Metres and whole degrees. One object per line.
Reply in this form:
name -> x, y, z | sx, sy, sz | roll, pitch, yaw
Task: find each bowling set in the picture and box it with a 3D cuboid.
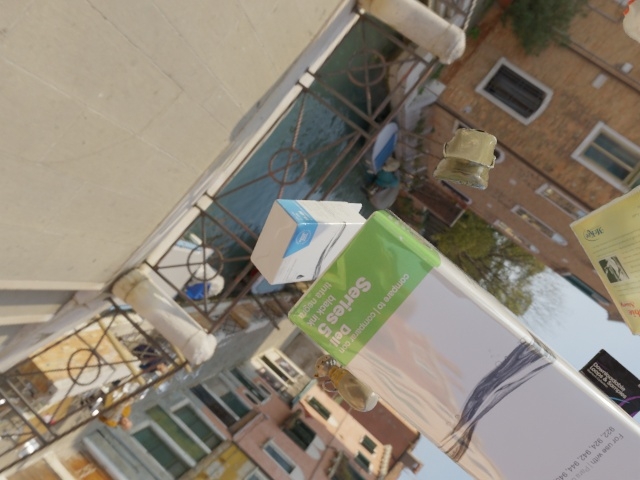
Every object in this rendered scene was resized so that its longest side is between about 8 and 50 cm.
bowling set -> 0.097, 0.151, 0.902 | 0.287, 0.154, 0.199 | -41, 132, -19

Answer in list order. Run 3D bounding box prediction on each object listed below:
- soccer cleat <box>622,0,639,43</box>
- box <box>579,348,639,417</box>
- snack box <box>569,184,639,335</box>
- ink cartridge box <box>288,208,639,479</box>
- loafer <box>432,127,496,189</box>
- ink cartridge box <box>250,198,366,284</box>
soccer cleat -> 0.504, -0.333, 0.623 | 0.196, 0.076, 0.068 | -34, 167, 25
box -> 0.538, 0.307, 0.920 | 0.162, 0.116, 0.029 | -48, 159, 6
snack box -> 0.434, 0.013, 0.562 | 0.060, 0.187, 0.322 | -23, 167, -2
ink cartridge box -> 0.125, 0.098, 0.441 | 0.114, 0.273, 0.198 | -50, 175, 10
loafer -> 0.150, -0.088, 0.489 | 0.148, 0.056, 0.050 | -48, 151, -67
ink cartridge box -> 0.000, 0.000, 0.698 | 0.180, 0.060, 0.104 | -3, 128, -44
